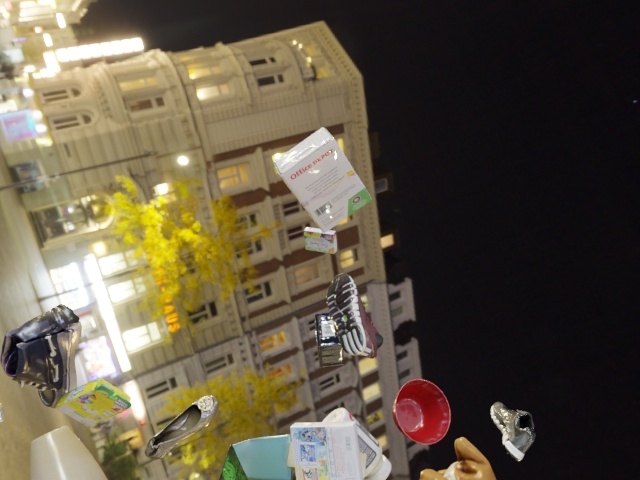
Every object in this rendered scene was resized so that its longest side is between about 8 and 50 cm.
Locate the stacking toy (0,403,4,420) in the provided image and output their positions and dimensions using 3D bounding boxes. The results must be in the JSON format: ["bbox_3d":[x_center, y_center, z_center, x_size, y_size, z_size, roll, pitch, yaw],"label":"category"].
[{"bbox_3d":[-0.996,0.528,1.450,0.221,0.166,0.052,172,-95,-68],"label":"stacking toy"}]

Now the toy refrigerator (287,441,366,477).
[{"bbox_3d":[0.025,0.795,1.899,0.102,0.269,0.094,-37,-141,57],"label":"toy refrigerator"}]

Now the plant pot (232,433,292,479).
[{"bbox_3d":[-0.229,0.861,2.038,0.165,0.234,0.166,91,-3,-61],"label":"plant pot"}]

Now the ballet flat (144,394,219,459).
[{"bbox_3d":[-0.412,0.547,1.541,0.084,0.250,0.058,42,-19,40],"label":"ballet flat"}]

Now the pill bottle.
[{"bbox_3d":[0.145,0.874,2.185,0.318,0.176,0.176,47,-24,-6],"label":"pill bottle"}]

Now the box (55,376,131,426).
[{"bbox_3d":[-0.552,0.396,1.282,0.105,0.179,0.043,48,31,-30],"label":"box"}]

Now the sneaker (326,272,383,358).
[{"bbox_3d":[0.113,0.245,1.614,0.106,0.162,0.281,-31,-133,24],"label":"sneaker"}]

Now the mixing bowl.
[{"bbox_3d":[0.283,0.514,1.548,0.181,0.181,0.098,63,-28,16],"label":"mixing bowl"}]

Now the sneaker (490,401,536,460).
[{"bbox_3d":[0.563,0.525,1.503,0.078,0.106,0.234,38,14,-4],"label":"sneaker"}]

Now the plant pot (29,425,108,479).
[{"bbox_3d":[-0.938,0.833,1.890,0.274,0.256,0.256,62,-26,12],"label":"plant pot"}]

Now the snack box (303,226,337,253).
[{"bbox_3d":[0.000,0.000,2.303,0.141,0.037,0.100,8,-57,22],"label":"snack box"}]

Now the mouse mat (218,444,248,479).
[{"bbox_3d":[-0.270,0.760,1.629,0.153,0.007,0.190,-77,154,-59],"label":"mouse mat"}]

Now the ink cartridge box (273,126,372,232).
[{"bbox_3d":[0.010,-0.194,1.695,0.278,0.201,0.117,52,5,-37],"label":"ink cartridge box"}]

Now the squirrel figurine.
[{"bbox_3d":[0.490,0.987,1.830,0.397,0.370,0.281,42,-45,23],"label":"squirrel figurine"}]

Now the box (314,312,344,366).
[{"bbox_3d":[0.037,0.416,2.180,0.207,0.108,0.153,85,-1,-55],"label":"box"}]

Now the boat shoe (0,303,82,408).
[{"bbox_3d":[-0.696,0.314,1.278,0.127,0.158,0.341,32,-59,21],"label":"boat shoe"}]

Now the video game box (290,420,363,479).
[{"bbox_3d":[0.019,0.611,1.447,0.048,0.187,0.205,4,79,-74],"label":"video game box"}]
